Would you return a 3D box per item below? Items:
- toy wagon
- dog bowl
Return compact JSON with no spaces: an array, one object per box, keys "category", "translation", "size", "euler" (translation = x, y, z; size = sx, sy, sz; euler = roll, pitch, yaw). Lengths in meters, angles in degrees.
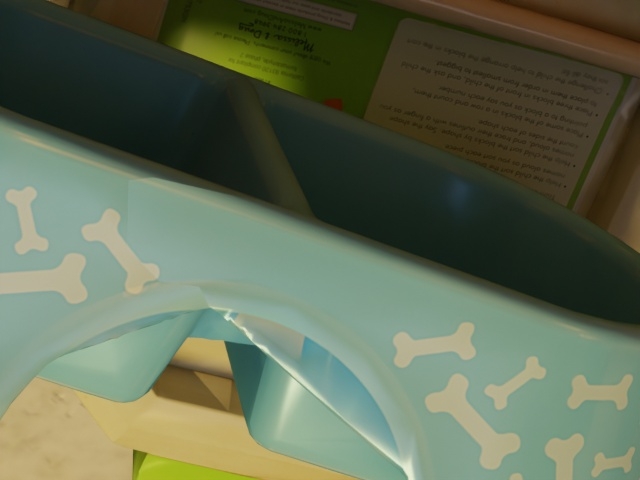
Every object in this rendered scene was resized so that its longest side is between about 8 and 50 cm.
[{"category":"toy wagon","translation":[0.000,0.000,0.618],"size":[0.267,0.068,0.344],"euler":[14,119,-13]},{"category":"dog bowl","translation":[-0.027,0.003,0.489],"size":[0.297,0.166,0.074],"euler":[20,106,-16]}]
